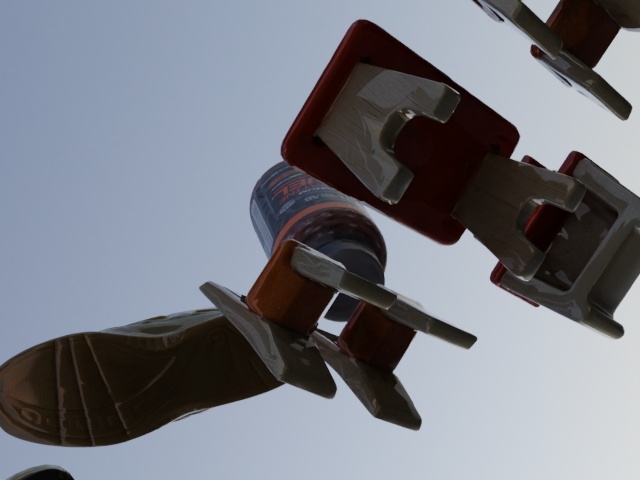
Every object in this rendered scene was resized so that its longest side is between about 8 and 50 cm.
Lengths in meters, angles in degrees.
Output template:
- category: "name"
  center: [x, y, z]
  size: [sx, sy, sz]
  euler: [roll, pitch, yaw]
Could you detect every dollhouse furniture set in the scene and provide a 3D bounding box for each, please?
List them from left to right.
- category: "dollhouse furniture set"
  center: [0.084, -0.035, 0.590]
  size: [0.259, 0.135, 0.262]
  euler: [27, -82, -43]

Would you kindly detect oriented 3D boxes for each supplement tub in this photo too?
- category: "supplement tub"
  center: [0.000, 0.000, 0.951]
  size: [0.198, 0.106, 0.106]
  euler: [-121, 11, -62]

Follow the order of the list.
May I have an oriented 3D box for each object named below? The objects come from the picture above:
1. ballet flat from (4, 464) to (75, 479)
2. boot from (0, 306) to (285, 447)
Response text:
- category: "ballet flat"
  center: [-0.174, 0.174, 0.464]
  size: [0.057, 0.049, 0.173]
  euler: [43, -109, -20]
- category: "boot"
  center: [-0.145, 0.112, 0.919]
  size: [0.203, 0.262, 0.095]
  euler: [145, 110, -85]
